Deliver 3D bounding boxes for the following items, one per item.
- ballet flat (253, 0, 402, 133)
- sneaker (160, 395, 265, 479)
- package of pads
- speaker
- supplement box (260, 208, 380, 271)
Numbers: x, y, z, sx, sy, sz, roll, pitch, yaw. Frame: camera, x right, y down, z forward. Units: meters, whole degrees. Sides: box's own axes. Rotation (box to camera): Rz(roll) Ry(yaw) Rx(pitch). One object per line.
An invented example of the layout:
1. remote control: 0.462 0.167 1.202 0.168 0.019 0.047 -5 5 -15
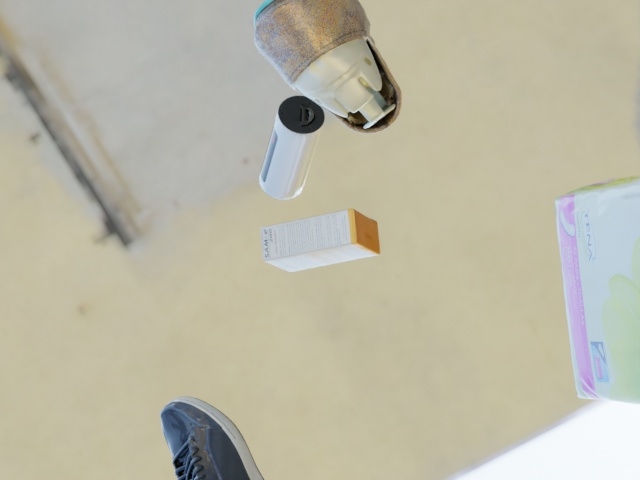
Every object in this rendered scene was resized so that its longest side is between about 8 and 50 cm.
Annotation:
1. ballet flat: 0.024 -0.170 1.883 0.106 0.107 0.316 58 -169 14
2. sneaker: -0.146 0.270 2.065 0.163 0.086 0.226 -11 -127 -45
3. package of pads: 0.331 0.046 1.879 0.296 0.101 0.229 173 92 -76
4. speaker: -0.032 -0.104 2.145 0.136 0.055 0.055 109 143 -57
5. supplement box: 0.000 0.000 1.813 0.062 0.098 0.036 26 -125 -64
